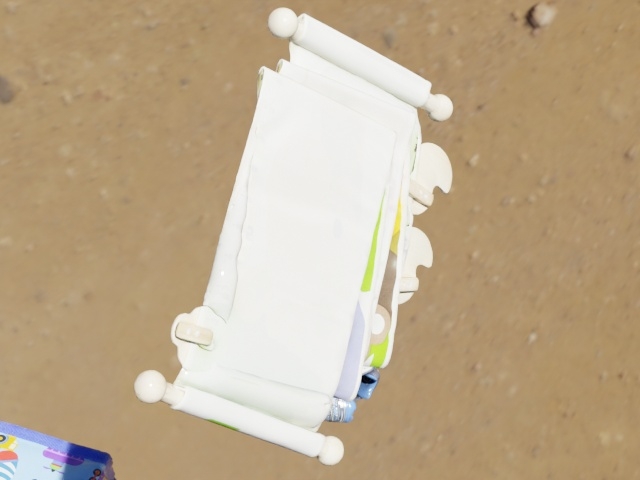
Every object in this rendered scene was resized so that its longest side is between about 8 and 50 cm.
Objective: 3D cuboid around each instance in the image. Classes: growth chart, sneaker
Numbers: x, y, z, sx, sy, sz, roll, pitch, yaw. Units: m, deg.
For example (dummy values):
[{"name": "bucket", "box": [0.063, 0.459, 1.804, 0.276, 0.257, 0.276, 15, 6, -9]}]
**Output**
[{"name": "growth chart", "box": [0.000, 0.000, 0.851, 0.021, 0.172, 0.237, 1, 66, 42]}, {"name": "sneaker", "box": [0.024, 0.108, 1.351, 0.058, 0.135, 0.052, 15, 130, 11]}]

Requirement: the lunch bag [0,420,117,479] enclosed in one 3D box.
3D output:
[{"name": "lunch bag", "box": [-0.369, 0.277, 1.569, 0.293, 0.221, 0.138, 19, 155, 12]}]
